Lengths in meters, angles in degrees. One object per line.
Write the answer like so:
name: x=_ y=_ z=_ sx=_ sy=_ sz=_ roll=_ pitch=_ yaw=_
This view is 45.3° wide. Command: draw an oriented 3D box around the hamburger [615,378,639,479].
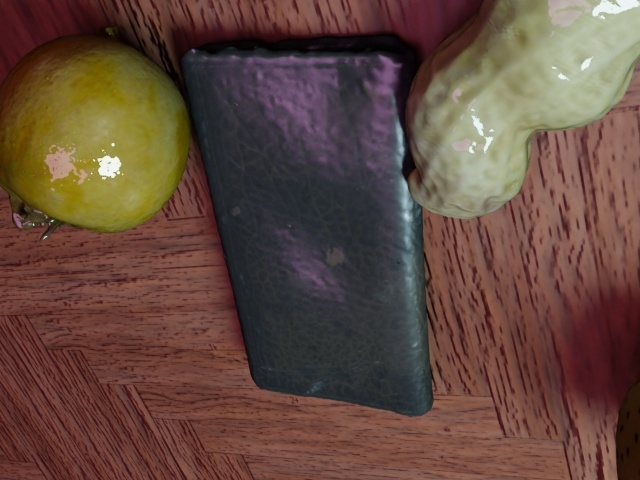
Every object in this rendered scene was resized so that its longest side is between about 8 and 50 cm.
hamburger: x=0.265 y=0.148 z=0.491 sx=0.137 sy=0.175 sz=0.175 roll=-2 pitch=126 yaw=-1

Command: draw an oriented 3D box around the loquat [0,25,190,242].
loquat: x=-0.167 y=-0.074 z=0.556 sx=0.163 sy=0.137 sz=0.163 roll=-5 pitch=78 yaw=27

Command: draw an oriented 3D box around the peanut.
peanut: x=0.116 y=-0.096 z=0.445 sx=0.104 sy=0.085 sz=0.228 roll=34 pitch=133 yaw=-6

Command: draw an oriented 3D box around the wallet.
wallet: x=0.000 y=0.000 z=0.600 sx=0.170 sy=0.044 sz=0.321 roll=5 pitch=123 yaw=21
